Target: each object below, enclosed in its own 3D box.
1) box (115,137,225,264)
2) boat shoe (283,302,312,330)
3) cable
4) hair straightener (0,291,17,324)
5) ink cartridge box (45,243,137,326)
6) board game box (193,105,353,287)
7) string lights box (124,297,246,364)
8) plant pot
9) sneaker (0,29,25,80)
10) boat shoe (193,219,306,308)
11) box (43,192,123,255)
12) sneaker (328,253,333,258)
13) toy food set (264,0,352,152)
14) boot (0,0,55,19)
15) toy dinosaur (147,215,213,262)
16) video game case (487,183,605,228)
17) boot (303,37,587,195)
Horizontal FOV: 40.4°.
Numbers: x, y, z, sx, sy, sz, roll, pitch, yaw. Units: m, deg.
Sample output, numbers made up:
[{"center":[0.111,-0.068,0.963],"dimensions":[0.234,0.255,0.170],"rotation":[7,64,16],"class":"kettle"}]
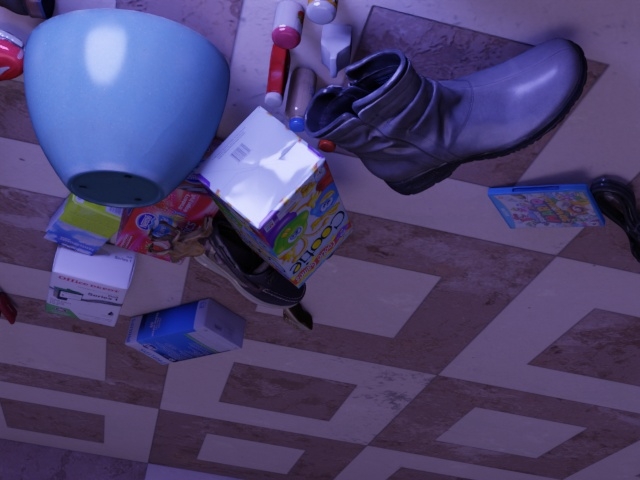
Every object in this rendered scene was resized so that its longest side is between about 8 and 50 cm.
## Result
[{"center":[-0.254,-0.074,1.487],"dimensions":[0.128,0.122,0.257],"rotation":[17,149,-18],"class":"box"},{"center":[-0.060,0.168,1.935],"dimensions":[0.045,0.050,0.135],"rotation":[-11,146,19],"class":"boat shoe"},{"center":[0.550,-0.030,1.488],"dimensions":[0.287,0.072,0.139],"rotation":[34,159,-19],"class":"cable"},{"center":[-0.788,0.127,2.023],"dimensions":[0.089,0.047,0.230],"rotation":[3,150,7],"class":"hair straightener"},{"center":[-0.489,0.088,1.846],"dimensions":[0.160,0.092,0.219],"rotation":[14,150,-13],"class":"ink cartridge box"},{"center":[-0.063,-0.057,1.359],"dimensions":[0.142,0.144,0.275],"rotation":[40,171,21],"class":"board game box"},{"center":[-0.319,0.218,2.050],"dimensions":[0.260,0.076,0.133],"rotation":[-15,143,33],"class":"string lights box"},{"center":[-0.278,-0.159,1.225],"dimensions":[0.290,0.195,0.290],"rotation":[1,160,1],"class":"plant pot"},{"center":[-0.557,-0.235,1.268],"dimensions":[0.279,0.118,0.107],"rotation":[-7,148,6],"class":"sneaker"},{"center":[-0.128,0.047,1.694],"dimensions":[0.285,0.103,0.092],"rotation":[36,145,-30],"class":"boat shoe"},{"center":[-0.453,-0.035,1.676],"dimensions":[0.109,0.042,0.178],"rotation":[24,146,-25],"class":"box"},{"center":[0.000,0.000,1.638],"dimensions":[0.071,0.066,0.188],"rotation":[2,160,-26],"class":"sneaker"},{"center":[-0.017,-0.228,1.188],"dimensions":[0.111,0.104,0.232],"rotation":[5,150,4],"class":"toy food set"},{"center":[-0.405,-0.356,1.076],"dimensions":[0.106,0.082,0.219],"rotation":[5,152,-1],"class":"boot"},{"center":[-0.241,0.012,1.455],"dimensions":[0.093,0.053,0.183],"rotation":[18,148,-24],"class":"toy dinosaur"},{"center":[0.379,-0.055,1.463],"dimensions":[0.166,0.015,0.119],"rotation":[-1,151,34],"class":"video game case"},{"center":[0.162,-0.186,1.137],"dimensions":[0.338,0.118,0.223],"rotation":[-33,141,25],"class":"boot"}]
